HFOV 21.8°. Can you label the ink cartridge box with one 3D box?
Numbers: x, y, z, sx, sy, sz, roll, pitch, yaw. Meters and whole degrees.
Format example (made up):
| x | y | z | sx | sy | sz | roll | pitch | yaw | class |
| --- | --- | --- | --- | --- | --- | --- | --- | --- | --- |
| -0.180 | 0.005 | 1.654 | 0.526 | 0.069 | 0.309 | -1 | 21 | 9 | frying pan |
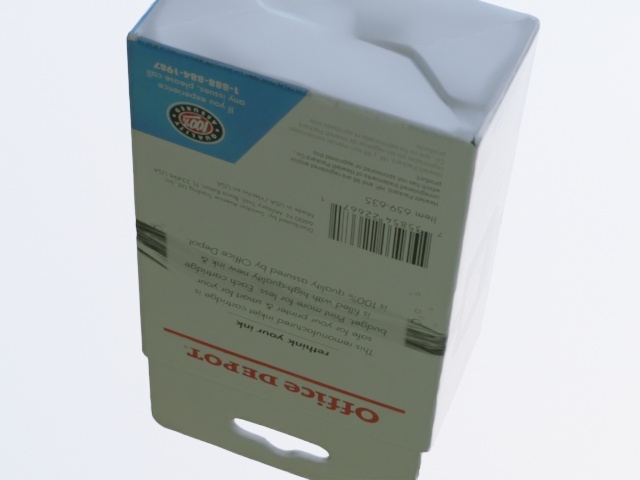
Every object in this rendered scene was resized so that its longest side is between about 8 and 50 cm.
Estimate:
| x | y | z | sx | sy | sz | roll | pitch | yaw | class |
| --- | --- | --- | --- | --- | --- | --- | --- | --- | --- |
| 0.000 | 0.000 | 0.525 | 0.104 | 0.060 | 0.180 | 18 | -40 | 12 | ink cartridge box |
